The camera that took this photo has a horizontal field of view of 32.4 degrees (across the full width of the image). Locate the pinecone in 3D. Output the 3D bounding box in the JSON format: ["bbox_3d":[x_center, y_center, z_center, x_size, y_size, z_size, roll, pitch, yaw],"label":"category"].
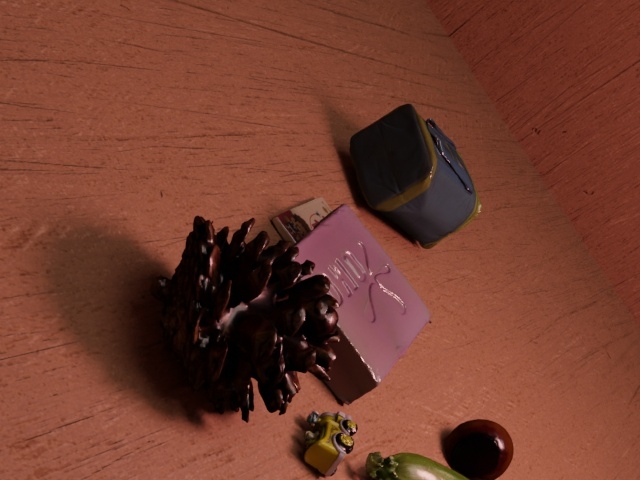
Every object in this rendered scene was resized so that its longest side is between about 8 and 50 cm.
[{"bbox_3d":[-0.101,0.112,1.596,0.296,0.242,0.298,41,22,-22],"label":"pinecone"}]

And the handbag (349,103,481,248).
[{"bbox_3d":[0.218,-0.146,2.510,0.241,0.222,0.263,31,31,-48],"label":"handbag"}]

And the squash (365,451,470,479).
[{"bbox_3d":[0.212,0.442,1.893,0.379,0.101,0.101,34,31,-34],"label":"squash"}]

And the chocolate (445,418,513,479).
[{"bbox_3d":[0.309,0.403,2.128,0.133,0.127,0.124,-45,129,-77],"label":"chocolate"}]

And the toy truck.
[{"bbox_3d":[0.009,0.313,1.746,0.077,0.076,0.111,28,29,-7],"label":"toy truck"}]

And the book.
[{"bbox_3d":[0.000,0.000,2.176,0.162,0.022,0.232,56,26,3],"label":"book"}]

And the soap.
[{"bbox_3d":[0.043,0.110,1.990,0.285,0.107,0.296,52,33,-4],"label":"soap"}]
